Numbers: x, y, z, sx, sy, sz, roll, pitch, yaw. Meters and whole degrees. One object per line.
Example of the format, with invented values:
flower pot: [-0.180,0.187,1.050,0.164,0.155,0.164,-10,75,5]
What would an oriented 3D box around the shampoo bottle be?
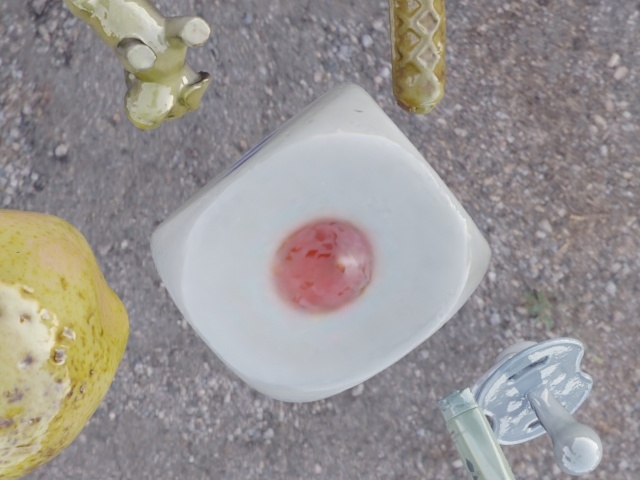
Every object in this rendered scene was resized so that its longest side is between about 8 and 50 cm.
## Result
shampoo bottle: [0.214,0.297,1.120,0.049,0.212,0.072,-8,149,-26]

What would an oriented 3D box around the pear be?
pear: [-0.205,0.059,0.535,0.178,0.178,0.178,-4,115,-8]

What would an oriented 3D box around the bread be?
bread: [0.124,-0.345,1.104,0.077,0.084,0.368,-12,109,-35]

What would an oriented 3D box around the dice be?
dice: [0.000,0.000,1.031,0.304,0.304,0.277,-39,98,7]

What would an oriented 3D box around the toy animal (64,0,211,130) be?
toy animal: [-0.221,-0.239,1.032,0.121,0.168,0.233,-43,112,-17]

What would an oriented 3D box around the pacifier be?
pacifier: [0.367,0.290,1.420,0.238,0.226,0.287,-31,136,-4]
